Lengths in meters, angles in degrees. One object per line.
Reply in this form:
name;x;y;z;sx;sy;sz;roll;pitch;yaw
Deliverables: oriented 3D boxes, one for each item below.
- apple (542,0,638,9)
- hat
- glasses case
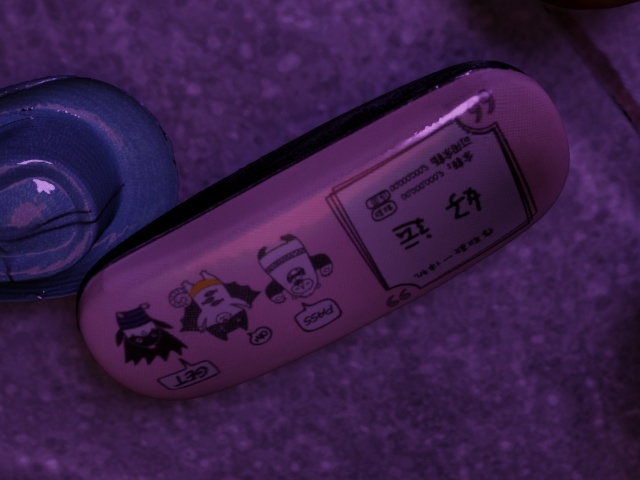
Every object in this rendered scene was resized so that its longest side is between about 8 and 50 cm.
apple;0.148;-0.189;0.474;0.131;0.146;0.146;-22;116;-13
hat;-0.181;-0.020;0.582;0.191;0.078;0.138;-14;120;6
glasses case;0.000;0.000;0.587;0.314;0.075;0.122;-28;132;6
